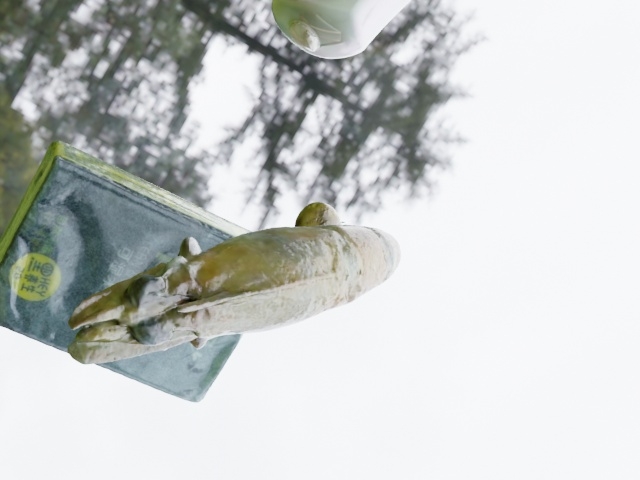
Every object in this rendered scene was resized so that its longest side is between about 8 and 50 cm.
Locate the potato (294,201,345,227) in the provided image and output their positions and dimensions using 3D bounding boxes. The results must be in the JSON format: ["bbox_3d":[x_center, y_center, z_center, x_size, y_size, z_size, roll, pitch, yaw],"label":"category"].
[{"bbox_3d":[0.000,0.000,1.150,0.092,0.045,0.046,77,21,-58],"label":"potato"}]

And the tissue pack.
[{"bbox_3d":[-0.194,0.034,1.228,0.185,0.257,0.081,-59,-156,13],"label":"tissue pack"}]

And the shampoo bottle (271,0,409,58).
[{"bbox_3d":[0.017,-0.150,0.733,0.072,0.043,0.099,22,-120,36],"label":"shampoo bottle"}]

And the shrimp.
[{"bbox_3d":[-0.068,0.031,0.891,0.168,0.317,0.077,-8,-88,43],"label":"shrimp"}]
